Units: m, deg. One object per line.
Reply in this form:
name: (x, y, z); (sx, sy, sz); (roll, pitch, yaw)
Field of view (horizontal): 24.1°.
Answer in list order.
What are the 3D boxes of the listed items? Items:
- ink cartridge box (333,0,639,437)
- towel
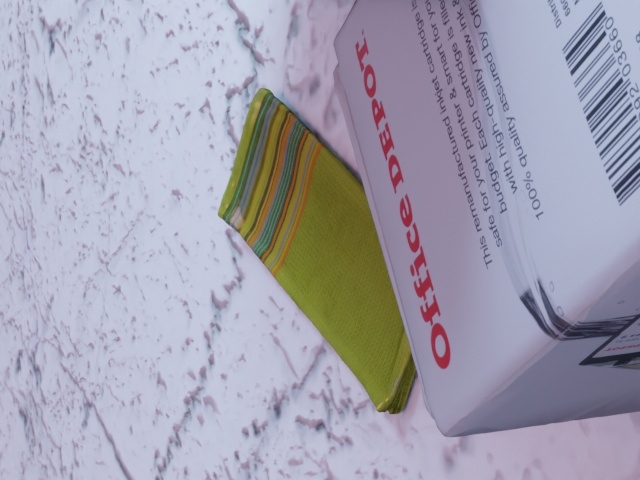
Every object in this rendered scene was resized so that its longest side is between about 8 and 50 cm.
ink cartridge box: (0.122, -0.073, 0.581); (0.289, 0.121, 0.211); (125, 136, -58)
towel: (0.000, 0.000, 0.928); (0.237, 0.021, 0.102); (48, 132, 48)
